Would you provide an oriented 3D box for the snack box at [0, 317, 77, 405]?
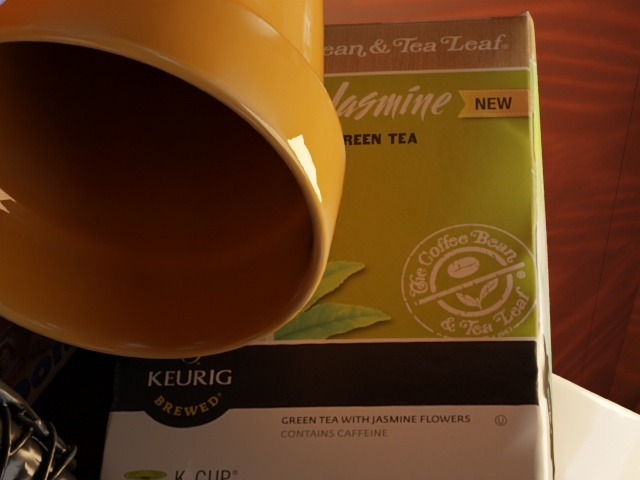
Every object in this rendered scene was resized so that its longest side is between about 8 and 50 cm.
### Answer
[{"bbox_3d":[-0.138,0.025,0.923,0.178,0.022,0.064,-54,153,-39],"label":"snack box"}]

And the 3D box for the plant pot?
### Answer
[{"bbox_3d":[-0.080,-0.081,0.776,0.205,0.205,0.188,83,16,-48],"label":"plant pot"}]

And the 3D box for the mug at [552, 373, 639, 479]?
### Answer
[{"bbox_3d":[0.062,0.227,1.303,0.374,0.276,0.328,26,89,-38],"label":"mug"}]

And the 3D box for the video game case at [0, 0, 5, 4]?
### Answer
[{"bbox_3d":[-0.201,-0.078,0.374,0.269,0.244,0.061,-53,152,-41],"label":"video game case"}]

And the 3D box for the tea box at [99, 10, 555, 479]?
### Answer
[{"bbox_3d":[0.024,0.096,0.965,0.329,0.220,0.323,77,13,-57],"label":"tea box"}]

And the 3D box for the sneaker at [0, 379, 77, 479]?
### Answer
[{"bbox_3d":[-0.172,0.082,0.739,0.109,0.130,0.286,-59,154,-25],"label":"sneaker"}]
